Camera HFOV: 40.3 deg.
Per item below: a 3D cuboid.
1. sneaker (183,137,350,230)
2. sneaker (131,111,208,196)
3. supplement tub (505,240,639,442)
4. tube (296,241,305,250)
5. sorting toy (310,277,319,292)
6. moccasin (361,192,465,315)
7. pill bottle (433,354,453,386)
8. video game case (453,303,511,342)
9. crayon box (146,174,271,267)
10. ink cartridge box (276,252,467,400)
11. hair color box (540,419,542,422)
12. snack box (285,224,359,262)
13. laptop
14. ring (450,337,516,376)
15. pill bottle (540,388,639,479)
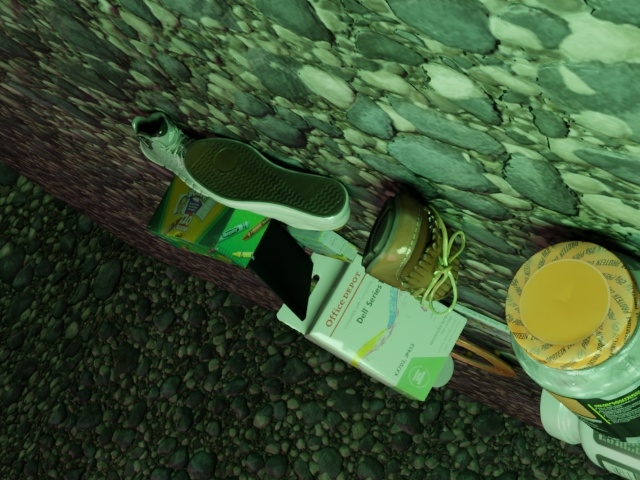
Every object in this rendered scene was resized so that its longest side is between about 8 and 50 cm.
[{"bbox_3d":[-0.088,-0.076,1.432,0.290,0.106,0.123,22,167,14],"label":"sneaker"},{"bbox_3d":[-0.231,-0.150,1.487,0.228,0.086,0.132,24,167,17],"label":"sneaker"},{"bbox_3d":[0.365,0.132,1.116,0.193,0.194,0.316,18,167,39],"label":"supplement tub"},{"bbox_3d":[-0.131,-0.013,1.979,0.207,0.080,0.052,30,139,-9],"label":"tube"},{"bbox_3d":[0.039,0.167,2.525,0.193,0.038,0.208,22,169,20],"label":"sorting toy"},{"bbox_3d":[0.150,0.029,1.285,0.146,0.139,0.380,22,169,15],"label":"moccasin"},{"bbox_3d":[0.259,0.332,2.407,0.121,0.121,0.221,32,169,-30],"label":"pill bottle"},{"bbox_3d":[0.362,0.184,1.882,0.166,0.015,0.119,23,169,15],"label":"video game case"},{"bbox_3d":[-0.201,-0.058,1.636,0.081,0.165,0.278,35,167,-35],"label":"crayon box"},{"bbox_3d":[0.106,0.169,1.870,0.353,0.207,0.119,30,170,-3],"label":"ink cartridge box"},{"bbox_3d":[0.545,0.352,1.913,0.072,0.141,0.043,30,170,-19],"label":"hair color box"},{"bbox_3d":[0.000,0.000,1.789,0.100,0.037,0.141,35,168,-30],"label":"snack box"},{"bbox_3d":[-0.133,0.015,1.769,0.264,0.137,0.234,20,157,49],"label":"laptop"},{"bbox_3d":[0.362,0.275,2.297,0.336,0.032,0.336,25,169,5],"label":"ring"},{"bbox_3d":[0.563,0.303,1.440,0.362,0.210,0.210,16,166,46],"label":"pill bottle"}]
